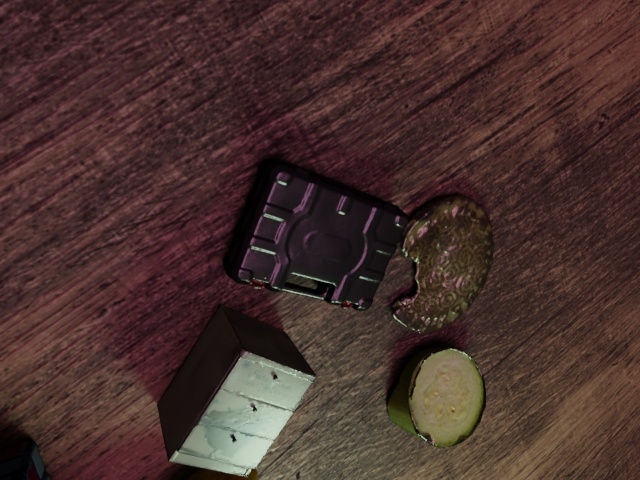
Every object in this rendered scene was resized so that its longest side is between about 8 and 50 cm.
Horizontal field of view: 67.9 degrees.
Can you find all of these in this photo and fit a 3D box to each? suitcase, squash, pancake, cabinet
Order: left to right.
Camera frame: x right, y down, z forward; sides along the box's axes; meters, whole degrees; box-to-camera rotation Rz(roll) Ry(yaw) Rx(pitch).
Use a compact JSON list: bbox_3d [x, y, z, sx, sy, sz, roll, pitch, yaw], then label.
[{"bbox_3d":[-0.141,0.247,0.774,0.145,0.150,0.206,31,95,-33],"label":"cabinet"},{"bbox_3d":[0.000,0.000,0.797,0.286,0.066,0.206,17,101,-32],"label":"suitcase"},{"bbox_3d":[0.254,0.333,1.059,0.220,0.133,0.220,-2,95,-25],"label":"squash"},{"bbox_3d":[0.244,0.054,0.968,0.286,0.033,0.288,-43,123,-4],"label":"pancake"}]

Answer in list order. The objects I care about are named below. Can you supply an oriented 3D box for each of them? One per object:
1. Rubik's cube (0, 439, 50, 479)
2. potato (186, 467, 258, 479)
[{"bbox_3d":[-0.475,0.475,0.571,0.293,0.287,0.291,-19,98,-21],"label":"Rubik's cube"},{"bbox_3d":[-0.216,0.560,0.811,0.196,0.176,0.369,23,66,-4],"label":"potato"}]
